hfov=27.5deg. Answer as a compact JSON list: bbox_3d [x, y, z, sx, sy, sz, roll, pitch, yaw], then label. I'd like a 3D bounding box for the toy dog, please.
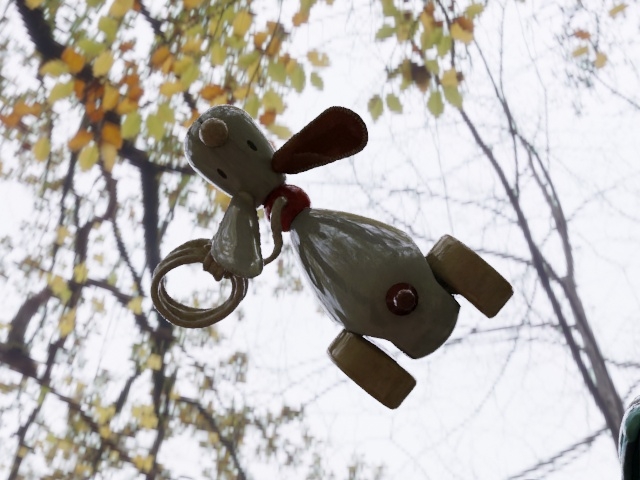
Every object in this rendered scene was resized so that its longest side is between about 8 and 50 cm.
[{"bbox_3d":[0.000,0.000,1.121,0.333,0.161,0.220,20,-100,14],"label":"toy dog"}]

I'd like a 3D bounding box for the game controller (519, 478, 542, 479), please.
[{"bbox_3d":[0.185,0.338,1.094,0.166,0.067,0.319,22,-55,13],"label":"game controller"}]

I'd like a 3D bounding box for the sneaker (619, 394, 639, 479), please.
[{"bbox_3d":[0.358,0.302,1.374,0.110,0.122,0.283,-14,-99,24],"label":"sneaker"}]
